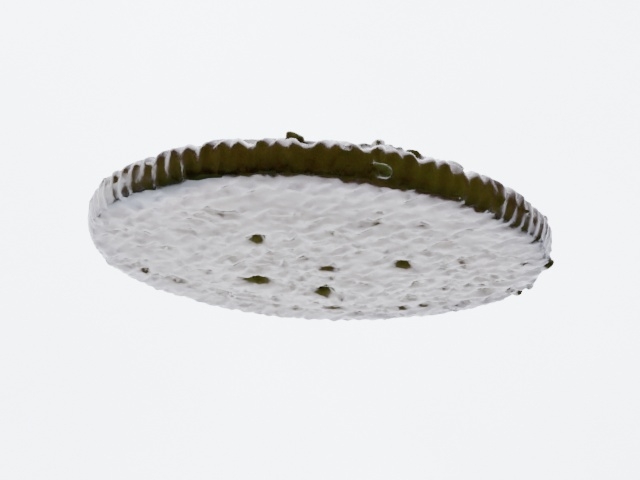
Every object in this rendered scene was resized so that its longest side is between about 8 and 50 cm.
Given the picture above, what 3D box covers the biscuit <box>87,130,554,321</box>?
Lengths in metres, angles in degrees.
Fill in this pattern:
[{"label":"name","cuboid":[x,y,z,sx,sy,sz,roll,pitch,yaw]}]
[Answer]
[{"label":"biscuit","cuboid":[0.000,0.000,0.636,0.305,0.305,0.038,4,-109,0]}]
